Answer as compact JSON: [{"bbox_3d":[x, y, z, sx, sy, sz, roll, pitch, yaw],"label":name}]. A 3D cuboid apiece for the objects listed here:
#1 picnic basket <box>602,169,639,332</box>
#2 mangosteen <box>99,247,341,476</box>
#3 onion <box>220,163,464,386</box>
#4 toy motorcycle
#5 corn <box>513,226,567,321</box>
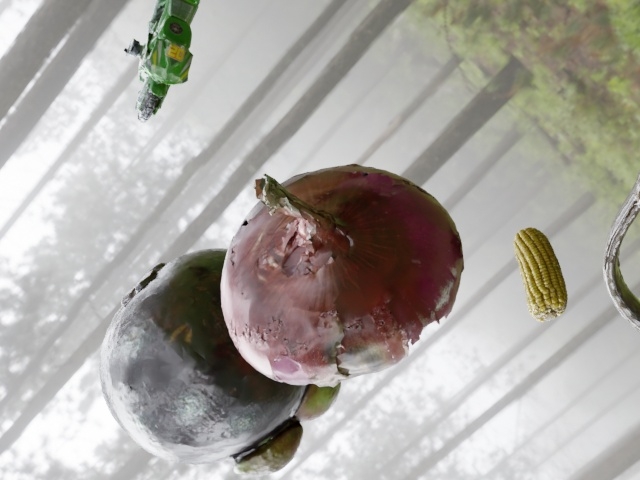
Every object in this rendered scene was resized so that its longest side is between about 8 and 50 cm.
[{"bbox_3d":[0.407,0.003,0.750,0.293,0.337,0.337,23,-159,1],"label":"picnic basket"},{"bbox_3d":[-0.121,0.149,1.052,0.288,0.288,0.288,38,-159,-17],"label":"mangosteen"},{"bbox_3d":[0.000,0.000,0.500,0.150,0.150,0.140,-114,-3,-46],"label":"onion"},{"bbox_3d":[-0.190,-0.236,1.057,0.074,0.106,0.190,20,-124,-24],"label":"toy motorcycle"},{"bbox_3d":[0.189,0.028,0.749,0.037,0.037,0.092,29,-142,-36],"label":"corn"}]
